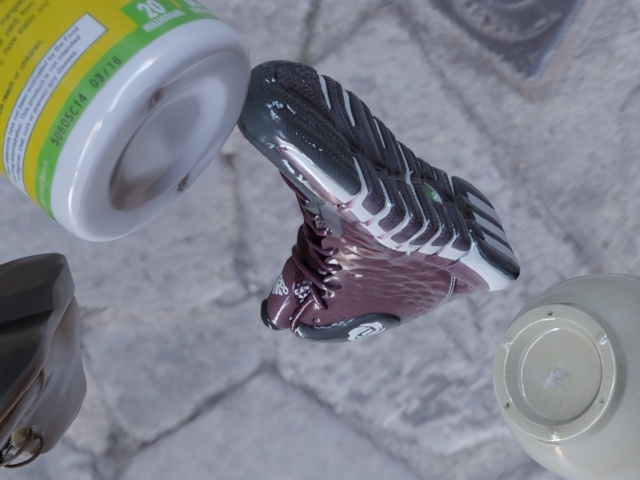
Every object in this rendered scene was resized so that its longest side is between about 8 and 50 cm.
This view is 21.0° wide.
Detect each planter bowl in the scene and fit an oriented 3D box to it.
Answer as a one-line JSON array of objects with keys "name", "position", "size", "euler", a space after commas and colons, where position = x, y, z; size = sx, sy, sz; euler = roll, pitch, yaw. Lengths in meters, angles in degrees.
[{"name": "planter bowl", "position": [0.190, 0.099, 1.240], "size": [0.162, 0.109, 0.162], "euler": [-5, 81, 33]}]

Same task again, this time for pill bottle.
[{"name": "pill bottle", "position": [-0.168, -0.123, 0.932], "size": [0.245, 0.136, 0.136], "euler": [39, 123, 17]}]

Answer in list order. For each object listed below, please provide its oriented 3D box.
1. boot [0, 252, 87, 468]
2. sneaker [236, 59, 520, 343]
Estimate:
[{"name": "boot", "position": [-0.217, 0.117, 1.172], "size": [0.112, 0.305, 0.115], "euler": [-11, 110, 13]}, {"name": "sneaker", "position": [0.000, 0.000, 1.147], "size": [0.162, 0.281, 0.106], "euler": [-34, 48, 22]}]
